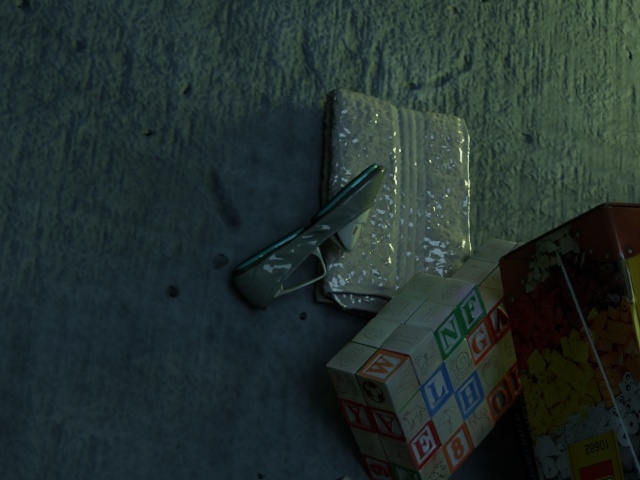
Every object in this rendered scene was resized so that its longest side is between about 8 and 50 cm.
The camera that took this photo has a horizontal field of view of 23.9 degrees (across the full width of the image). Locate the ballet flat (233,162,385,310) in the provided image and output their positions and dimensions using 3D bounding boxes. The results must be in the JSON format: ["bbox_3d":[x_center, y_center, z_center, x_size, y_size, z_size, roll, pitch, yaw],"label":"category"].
[{"bbox_3d":[0.000,0.000,1.687,0.213,0.072,0.068,-37,94,-6],"label":"ballet flat"}]

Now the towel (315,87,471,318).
[{"bbox_3d":[0.087,-0.038,1.784,0.187,0.049,0.282,12,66,-23],"label":"towel"}]

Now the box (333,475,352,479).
[{"bbox_3d":[0.075,0.407,1.569,0.311,0.121,0.148,43,58,-6],"label":"box"}]

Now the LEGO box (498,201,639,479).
[{"bbox_3d":[0.479,0.166,1.658,0.500,0.193,0.373,1,72,-30],"label":"LEGO box"}]

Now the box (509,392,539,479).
[{"bbox_3d":[0.339,0.242,1.804,0.220,0.051,0.175,-4,73,-29],"label":"box"}]

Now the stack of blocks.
[{"bbox_3d":[0.152,0.121,1.689,0.297,0.087,0.171,-43,127,-32],"label":"stack of blocks"}]
